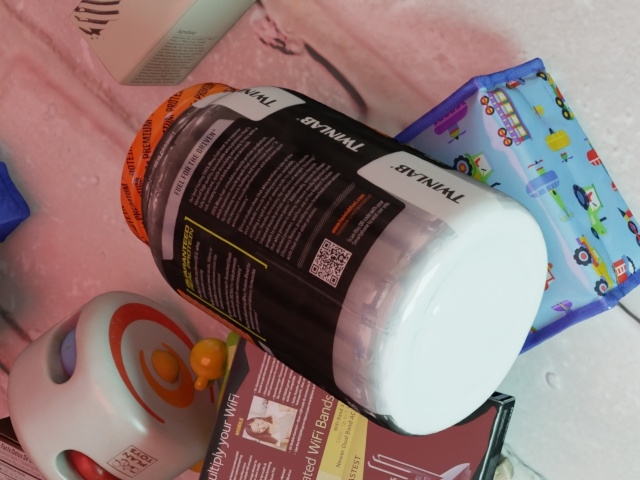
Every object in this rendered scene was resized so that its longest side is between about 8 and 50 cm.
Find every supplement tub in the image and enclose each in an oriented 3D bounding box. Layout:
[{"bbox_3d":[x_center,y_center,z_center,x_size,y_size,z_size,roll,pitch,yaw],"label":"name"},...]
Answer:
[{"bbox_3d":[0.000,0.000,1.235,0.338,0.207,0.207,30,109,36],"label":"supplement tub"}]

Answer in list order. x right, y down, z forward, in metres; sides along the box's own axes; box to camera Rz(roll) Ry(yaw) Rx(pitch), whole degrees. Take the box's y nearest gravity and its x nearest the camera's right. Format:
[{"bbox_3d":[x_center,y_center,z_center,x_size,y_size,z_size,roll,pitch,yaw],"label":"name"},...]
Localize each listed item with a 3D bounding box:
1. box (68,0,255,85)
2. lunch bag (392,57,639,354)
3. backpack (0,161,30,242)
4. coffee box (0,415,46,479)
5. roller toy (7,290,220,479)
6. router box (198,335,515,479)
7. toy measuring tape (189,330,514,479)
[{"bbox_3d":[-0.106,-0.270,1.418,0.275,0.113,0.094,-44,76,23],"label":"box"},{"bbox_3d":[0.116,0.010,1.344,0.293,0.138,0.221,-33,84,35],"label":"lunch bag"},{"bbox_3d":[-0.377,-0.048,1.585,0.098,0.101,0.120,-38,80,27],"label":"backpack"},{"bbox_3d":[-0.300,0.307,1.571,0.098,0.141,0.247,22,104,23],"label":"coffee box"},{"bbox_3d":[-0.194,0.156,1.469,0.146,0.191,0.209,-35,81,25],"label":"roller toy"},{"bbox_3d":[0.011,0.250,1.314,0.243,0.081,0.309,17,92,16],"label":"router box"},{"bbox_3d":[0.015,0.189,1.422,0.330,0.121,0.121,25,107,12],"label":"toy measuring tape"}]
